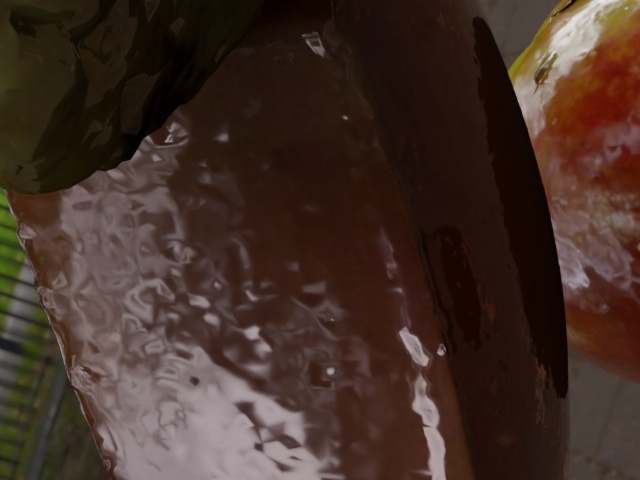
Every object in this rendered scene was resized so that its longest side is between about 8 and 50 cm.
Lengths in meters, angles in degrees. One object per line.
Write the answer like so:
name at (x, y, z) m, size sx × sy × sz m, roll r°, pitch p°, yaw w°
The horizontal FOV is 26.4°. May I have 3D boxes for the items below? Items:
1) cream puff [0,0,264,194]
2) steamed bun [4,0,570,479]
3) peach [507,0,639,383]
cream puff at (-0.122, -0.192, 0.422) m, size 0.291 × 0.257 × 0.324 m, roll -61°, pitch -10°, yaw -15°
steamed bun at (0.000, 0.000, 0.719) m, size 0.248 × 0.235 × 0.379 m, roll -52°, pitch -52°, yaw -64°
peach at (0.300, -0.039, 0.987) m, size 0.370 × 0.370 × 0.370 m, roll -160°, pitch 90°, yaw -76°
